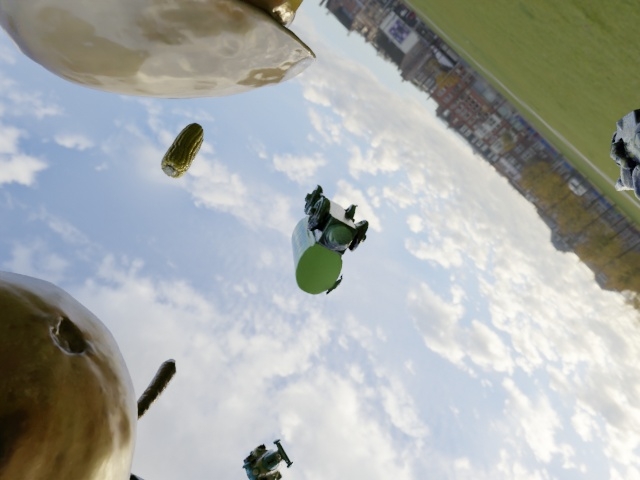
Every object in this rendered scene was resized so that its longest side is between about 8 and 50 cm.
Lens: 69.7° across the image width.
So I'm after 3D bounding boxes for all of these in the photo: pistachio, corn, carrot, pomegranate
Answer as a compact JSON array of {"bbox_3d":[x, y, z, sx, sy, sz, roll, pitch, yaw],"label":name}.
[{"bbox_3d":[-0.148,-0.231,0.426,0.299,0.188,0.187,0,-142,-8],"label":"pistachio"},{"bbox_3d":[-0.360,-0.241,1.217,0.072,0.072,0.203,33,-138,-21],"label":"corn"},{"bbox_3d":[-0.553,0.499,1.534,0.066,0.066,0.314,40,-165,-8],"label":"carrot"},{"bbox_3d":[-0.332,0.195,0.390,0.342,0.342,0.342,33,-152,-20],"label":"pomegranate"}]

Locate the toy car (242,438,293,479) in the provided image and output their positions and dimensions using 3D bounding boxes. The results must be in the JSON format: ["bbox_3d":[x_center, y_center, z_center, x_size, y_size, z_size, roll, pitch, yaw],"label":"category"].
[{"bbox_3d":[-0.167,0.697,1.439,0.126,0.098,0.161,53,-174,21],"label":"toy car"}]

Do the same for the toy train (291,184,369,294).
[{"bbox_3d":[0.000,0.000,0.789,0.105,0.157,0.253,27,-170,-12],"label":"toy train"}]

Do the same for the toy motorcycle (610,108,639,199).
[{"bbox_3d":[0.395,-0.097,0.549,0.193,0.061,0.124,20,-117,-74],"label":"toy motorcycle"}]

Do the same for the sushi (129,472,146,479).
[{"bbox_3d":[-0.550,0.747,1.239,0.153,0.172,0.150,24,167,6],"label":"sushi"}]
